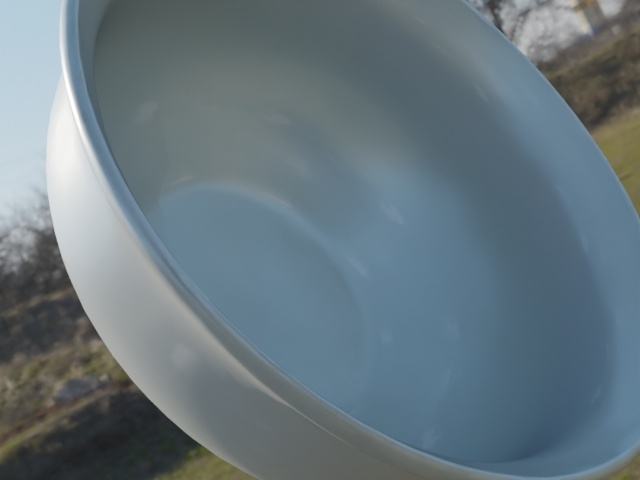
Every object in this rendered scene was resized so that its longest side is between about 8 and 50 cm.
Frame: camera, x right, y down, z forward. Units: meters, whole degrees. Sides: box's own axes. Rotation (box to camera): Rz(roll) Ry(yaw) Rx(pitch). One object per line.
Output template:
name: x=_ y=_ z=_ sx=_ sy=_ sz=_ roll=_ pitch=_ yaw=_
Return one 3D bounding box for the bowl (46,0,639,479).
bowl: x=0.000 y=0.000 z=0.493 sx=0.134 sy=0.298 sz=0.298 roll=-46 pitch=-12 yaw=37
